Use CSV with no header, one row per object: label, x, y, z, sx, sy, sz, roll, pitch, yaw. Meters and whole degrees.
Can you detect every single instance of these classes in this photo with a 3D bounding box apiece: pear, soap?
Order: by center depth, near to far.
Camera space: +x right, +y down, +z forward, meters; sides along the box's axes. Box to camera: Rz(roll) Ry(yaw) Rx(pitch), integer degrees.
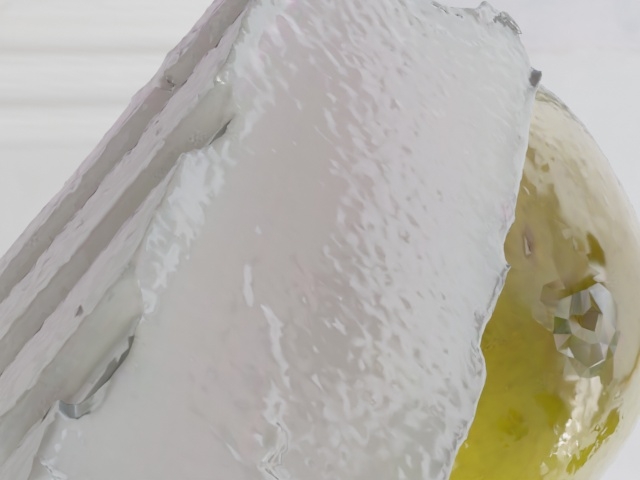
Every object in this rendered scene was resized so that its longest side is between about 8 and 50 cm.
soap,0.000,0.000,0.543,0.159,0.302,0.258,38,176,-18
pear,0.094,0.061,0.933,0.340,0.191,0.386,15,-102,-35
